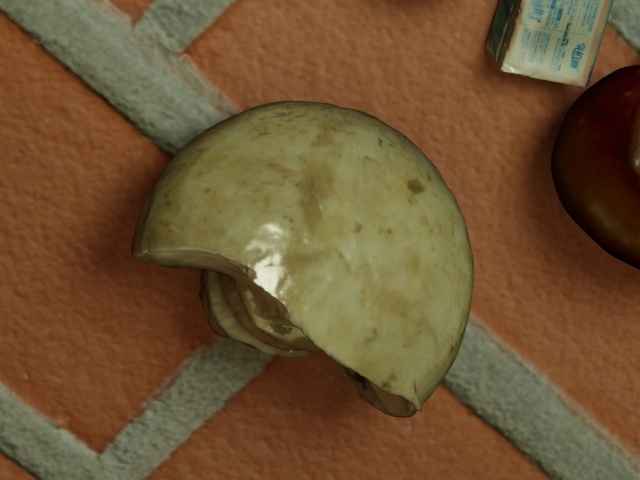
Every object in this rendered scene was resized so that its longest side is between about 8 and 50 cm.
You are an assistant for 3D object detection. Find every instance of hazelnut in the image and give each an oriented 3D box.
[{"bbox_3d":[0.272,-0.047,1.347,0.204,0.178,0.178,-16,119,-29],"label":"hazelnut"}]

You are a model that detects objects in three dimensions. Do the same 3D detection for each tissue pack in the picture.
[{"bbox_3d":[0.168,-0.166,1.338,0.074,0.059,0.094,11,114,-10],"label":"tissue pack"}]

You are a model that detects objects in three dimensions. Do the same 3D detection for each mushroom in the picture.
[{"bbox_3d":[0.000,0.000,1.359,0.253,0.195,0.189,38,75,-14],"label":"mushroom"}]
